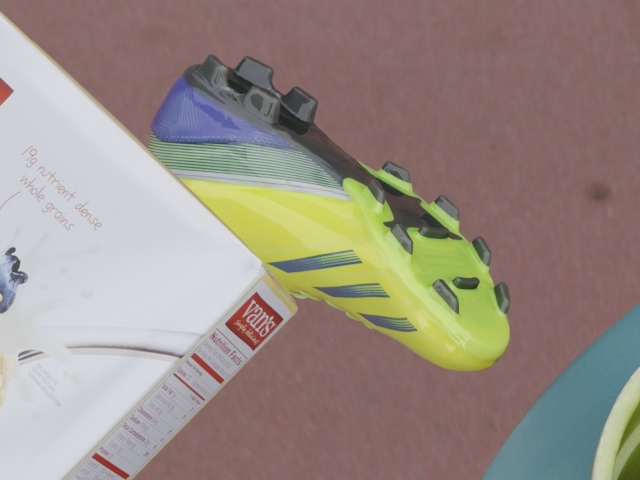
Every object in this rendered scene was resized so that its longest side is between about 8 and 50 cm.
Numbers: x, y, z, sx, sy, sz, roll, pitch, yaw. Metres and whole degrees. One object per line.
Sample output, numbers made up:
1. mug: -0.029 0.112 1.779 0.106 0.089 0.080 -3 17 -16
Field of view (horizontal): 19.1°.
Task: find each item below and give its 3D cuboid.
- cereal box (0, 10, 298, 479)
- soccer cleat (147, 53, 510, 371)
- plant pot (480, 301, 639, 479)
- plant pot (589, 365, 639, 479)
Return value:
1. cereal box: -0.149 0.046 0.616 0.240 0.047 0.173 -46 64 -4
2. soccer cleat: 0.000 0.000 1.175 0.289 0.093 0.121 42 114 27
3. plant pot: 0.258 0.177 1.498 0.234 0.165 0.165 -36 27 2
4. plant pot: 0.241 0.211 1.042 0.276 0.254 0.276 6 59 -10
